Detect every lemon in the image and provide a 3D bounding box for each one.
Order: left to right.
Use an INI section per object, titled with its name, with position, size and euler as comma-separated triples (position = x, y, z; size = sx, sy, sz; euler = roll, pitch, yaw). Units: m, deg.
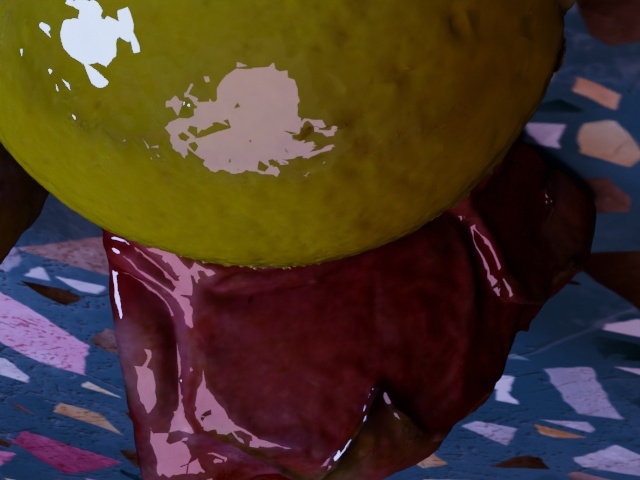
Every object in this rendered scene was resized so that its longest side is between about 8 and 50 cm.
[lemon]
position = -0.024, -0.101, 0.649
size = 0.263, 0.236, 0.236
euler = 13, 154, 35

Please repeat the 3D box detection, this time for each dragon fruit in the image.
[dragon fruit]
position = 0.009, 0.001, 0.831
size = 0.228, 0.286, 0.329
euler = 7, 140, 23

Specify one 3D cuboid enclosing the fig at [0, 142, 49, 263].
[fig]
position = -0.321, -0.039, 0.958
size = 0.263, 0.224, 0.224
euler = -8, 147, 8
